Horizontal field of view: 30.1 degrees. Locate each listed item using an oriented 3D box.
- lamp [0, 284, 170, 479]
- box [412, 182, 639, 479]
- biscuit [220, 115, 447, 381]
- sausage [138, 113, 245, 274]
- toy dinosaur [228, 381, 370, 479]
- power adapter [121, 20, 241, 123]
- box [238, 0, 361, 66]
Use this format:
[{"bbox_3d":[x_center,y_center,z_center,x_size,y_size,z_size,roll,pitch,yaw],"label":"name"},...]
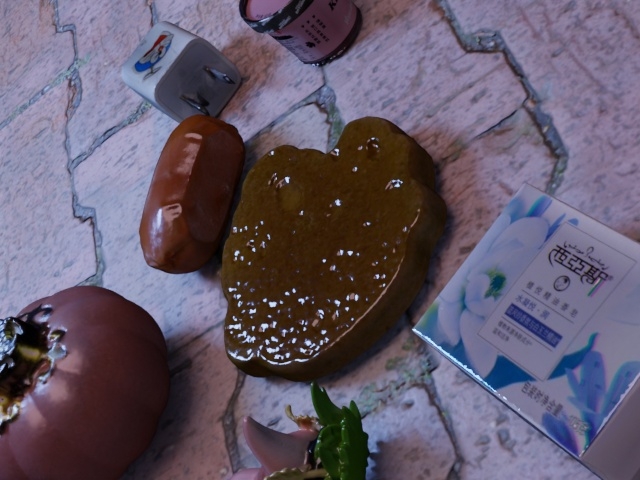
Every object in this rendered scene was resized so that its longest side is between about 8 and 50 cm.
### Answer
[{"bbox_3d":[-0.350,0.195,1.594,0.305,0.239,0.305,-25,47,30],"label":"lamp"},{"bbox_3d":[0.254,0.092,1.193,0.203,0.116,0.274,-51,39,-1],"label":"box"},{"bbox_3d":[0.000,0.000,1.544,0.359,0.074,0.381,-40,38,11],"label":"biscuit"},{"bbox_3d":[-0.189,-0.068,1.736,0.133,0.133,0.258,-8,59,40],"label":"sausage"},{"bbox_3d":[-0.039,0.245,1.335,0.177,0.194,0.152,-8,62,14],"label":"toy dinosaur"},{"bbox_3d":[-0.206,-0.253,1.891,0.130,0.125,0.205,-53,38,-4],"label":"power adapter"},{"bbox_3d":[-0.024,-0.346,1.783,0.151,0.135,0.151,-27,42,27],"label":"box"}]
